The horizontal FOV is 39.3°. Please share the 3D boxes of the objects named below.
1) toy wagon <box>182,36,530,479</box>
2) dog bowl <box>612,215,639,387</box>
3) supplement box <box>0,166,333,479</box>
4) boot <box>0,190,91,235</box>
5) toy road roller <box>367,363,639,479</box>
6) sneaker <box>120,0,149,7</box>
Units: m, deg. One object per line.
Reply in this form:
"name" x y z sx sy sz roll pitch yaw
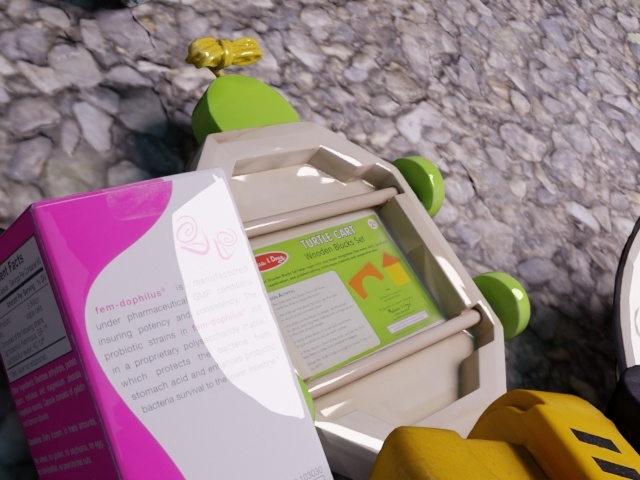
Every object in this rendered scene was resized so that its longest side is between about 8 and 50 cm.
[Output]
"toy wagon" 0.000 0.000 0.648 0.267 0.068 0.344 -15 66 -45
"dog bowl" 0.417 0.111 0.683 0.408 0.150 0.407 -1 60 2
"supplement box" -0.085 0.087 0.472 0.111 0.114 0.219 -15 84 -39
"boot" -0.148 0.029 0.565 0.099 0.045 0.121 -18 70 -46
"toy road roller" 0.146 0.211 0.446 0.241 0.202 0.329 8 23 -18
"sneaker" -0.198 -0.269 0.710 0.296 0.123 0.178 -11 54 -38
